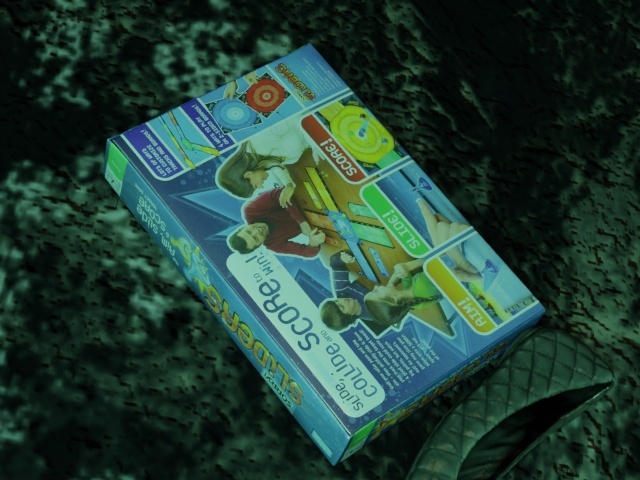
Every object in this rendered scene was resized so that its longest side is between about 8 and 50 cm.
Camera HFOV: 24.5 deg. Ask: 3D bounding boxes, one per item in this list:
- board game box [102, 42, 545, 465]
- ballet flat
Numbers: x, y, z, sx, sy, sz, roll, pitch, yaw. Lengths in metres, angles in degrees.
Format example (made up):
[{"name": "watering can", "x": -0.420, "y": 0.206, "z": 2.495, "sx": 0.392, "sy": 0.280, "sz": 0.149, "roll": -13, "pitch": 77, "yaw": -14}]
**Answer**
[{"name": "board game box", "x": 0.000, "y": 0.000, "z": 0.764, "sx": 0.136, "sy": 0.035, "sz": 0.201, "roll": -29, "pitch": 68, "yaw": -28}, {"name": "ballet flat", "x": 0.083, "y": 0.101, "z": 0.703, "sx": 0.049, "sy": 0.057, "sz": 0.173, "roll": 25, "pitch": 51, "yaw": 27}]
